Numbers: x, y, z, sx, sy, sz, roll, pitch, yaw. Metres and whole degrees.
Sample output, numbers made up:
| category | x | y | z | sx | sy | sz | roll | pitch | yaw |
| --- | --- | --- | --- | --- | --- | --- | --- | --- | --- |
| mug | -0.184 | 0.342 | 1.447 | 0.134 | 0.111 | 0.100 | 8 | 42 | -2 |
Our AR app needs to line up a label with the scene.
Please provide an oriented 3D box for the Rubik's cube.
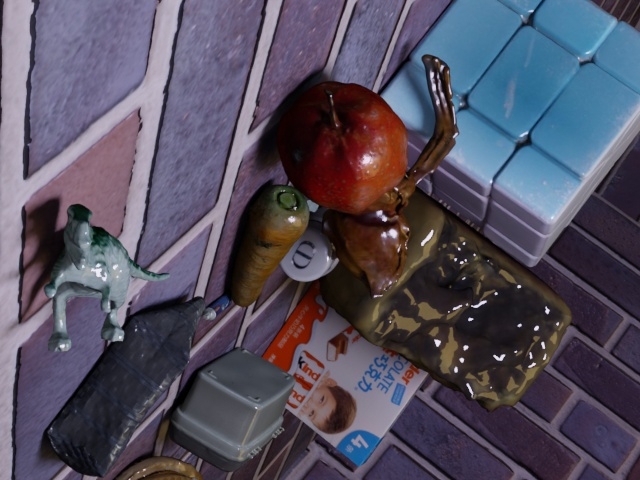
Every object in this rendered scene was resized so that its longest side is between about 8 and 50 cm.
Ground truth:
| category | x | y | z | sx | sy | sz | roll | pitch | yaw |
| --- | --- | --- | --- | --- | --- | --- | --- | --- | --- |
| Rubik's cube | 0.302 | -0.195 | 1.993 | 0.322 | 0.316 | 0.319 | -50 | 168 | -7 |

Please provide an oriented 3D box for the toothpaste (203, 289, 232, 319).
| category | x | y | z | sx | sy | sz | roll | pitch | yaw |
| --- | --- | --- | --- | --- | --- | --- | --- | --- | --- |
| toothpaste | -0.142 | 0.093 | 1.842 | 0.083 | 0.019 | 0.027 | -41 | 146 | -59 |

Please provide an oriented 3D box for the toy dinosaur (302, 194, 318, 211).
| category | x | y | z | sx | sy | sz | roll | pitch | yaw |
| --- | --- | --- | --- | --- | --- | --- | --- | --- | --- |
| toy dinosaur | -0.002 | -0.096 | 1.794 | 0.106 | 0.044 | 0.187 | -45 | 157 | -76 |

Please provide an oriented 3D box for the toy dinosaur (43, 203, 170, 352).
| category | x | y | z | sx | sy | sz | roll | pitch | yaw |
| --- | --- | --- | --- | --- | --- | --- | --- | --- | --- |
| toy dinosaur | -0.218 | 0.057 | 1.290 | 0.383 | 0.076 | 0.129 | 102 | 7 | -81 |

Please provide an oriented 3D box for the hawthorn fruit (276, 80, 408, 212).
| category | x | y | z | sx | sy | sz | roll | pitch | yaw |
| --- | --- | --- | --- | --- | --- | --- | --- | --- | --- |
| hawthorn fruit | 0.022 | -0.121 | 1.539 | 0.157 | 0.157 | 0.194 | -51 | 158 | -10 |

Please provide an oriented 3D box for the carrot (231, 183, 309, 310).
| category | x | y | z | sx | sy | sz | roll | pitch | yaw |
| --- | --- | --- | --- | --- | --- | --- | --- | --- | --- |
| carrot | -0.083 | 0.028 | 1.769 | 0.078 | 0.078 | 0.298 | -45 | 169 | -34 |

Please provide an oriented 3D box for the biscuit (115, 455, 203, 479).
| category | x | y | z | sx | sy | sz | roll | pitch | yaw |
| --- | --- | --- | --- | --- | --- | --- | --- | --- | --- |
| biscuit | -0.265 | 0.465 | 2.052 | 0.259 | 0.079 | 0.259 | -18 | 115 | -42 |

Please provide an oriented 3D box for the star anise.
| category | x | y | z | sx | sy | sz | roll | pitch | yaw |
| --- | --- | --- | --- | --- | --- | --- | --- | --- | --- |
| star anise | 0.088 | -0.095 | 1.761 | 0.237 | 0.148 | 0.346 | 111 | 3 | -75 |

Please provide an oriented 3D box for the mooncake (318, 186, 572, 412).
| category | x | y | z | sx | sy | sz | roll | pitch | yaw |
| --- | --- | --- | --- | --- | --- | --- | --- | --- | --- |
| mooncake | 0.199 | 0.091 | 2.095 | 0.246 | 0.394 | 0.393 | -51 | 173 | 12 |

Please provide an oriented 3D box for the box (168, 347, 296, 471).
| category | x | y | z | sx | sy | sz | roll | pitch | yaw |
| --- | --- | --- | --- | --- | --- | --- | --- | --- | --- |
| box | -0.134 | 0.264 | 2.073 | 0.129 | 0.148 | 0.210 | -65 | 168 | 15 |

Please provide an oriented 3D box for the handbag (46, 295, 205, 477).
| category | x | y | z | sx | sy | sz | roll | pitch | yaw |
| --- | --- | --- | --- | --- | --- | --- | --- | --- | --- |
| handbag | -0.234 | 0.184 | 1.627 | 0.270 | 0.088 | 0.175 | -53 | 177 | 3 |

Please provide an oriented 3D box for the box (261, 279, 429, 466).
| category | x | y | z | sx | sy | sz | roll | pitch | yaw |
| --- | --- | --- | --- | --- | --- | --- | --- | --- | --- |
| box | 0.048 | 0.216 | 2.337 | 0.273 | 0.265 | 0.048 | -56 | 167 | 11 |

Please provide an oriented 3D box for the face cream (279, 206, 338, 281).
| category | x | y | z | sx | sy | sz | roll | pitch | yaw |
| --- | --- | --- | --- | --- | --- | --- | --- | --- | --- |
| face cream | 0.000 | 0.000 | 1.980 | 0.143 | 0.089 | 0.314 | -57 | 176 | 11 |
